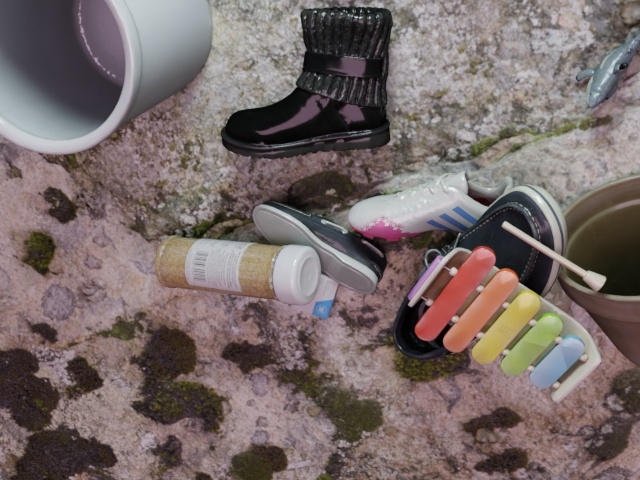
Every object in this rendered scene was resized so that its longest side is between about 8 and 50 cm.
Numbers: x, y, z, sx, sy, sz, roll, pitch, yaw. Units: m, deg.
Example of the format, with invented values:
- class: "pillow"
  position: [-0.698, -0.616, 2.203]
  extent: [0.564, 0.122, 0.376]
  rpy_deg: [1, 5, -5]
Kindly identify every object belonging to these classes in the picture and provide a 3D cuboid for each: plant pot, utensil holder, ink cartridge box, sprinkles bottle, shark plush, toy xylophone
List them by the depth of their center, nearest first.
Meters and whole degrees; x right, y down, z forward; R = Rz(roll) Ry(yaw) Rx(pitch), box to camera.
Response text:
- class: "toy xylophone"
  position: [0.315, 0.110, 1.157]
  extent: [0.322, 0.081, 0.236]
  rpy_deg: [26, 119, 5]
- class: "shark plush"
  position: [0.529, -0.303, 1.234]
  extent: [0.073, 0.067, 0.161]
  rpy_deg: [44, 115, -8]
- class: "utensil holder"
  position: [-0.399, -0.362, 1.243]
  extent: [0.327, 0.385, 0.328]
  rpy_deg: [4, 114, 10]
- class: "plant pot"
  position: [0.610, 0.081, 1.282]
  extent: [0.323, 0.323, 0.280]
  rpy_deg: [-17, 126, 19]
- class: "sprinkles bottle"
  position: [-0.179, 0.058, 1.481]
  extent: [0.355, 0.121, 0.121]
  rpy_deg: [5, 115, 27]
- class: "ink cartridge box"
  position: [-0.051, 0.091, 1.545]
  extent: [0.180, 0.060, 0.104]
  rpy_deg: [19, 116, 5]

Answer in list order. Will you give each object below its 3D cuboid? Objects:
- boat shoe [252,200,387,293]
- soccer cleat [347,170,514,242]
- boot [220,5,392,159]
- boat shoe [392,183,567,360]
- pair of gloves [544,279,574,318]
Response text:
- class: "boat shoe"
  position: [0.000, 0.000, 1.481]
  extent: [0.302, 0.091, 0.114]
  rpy_deg: [35, 143, -3]
- class: "soccer cleat"
  position: [0.219, -0.078, 1.375]
  extent: [0.331, 0.116, 0.143]
  rpy_deg: [1, 129, 4]
- class: "boot"
  position: [-0.032, -0.303, 1.323]
  extent: [0.348, 0.131, 0.260]
  rpy_deg: [-5, 120, 3]
- class: "boat shoe"
  position: [0.280, 0.087, 1.313]
  extent: [0.187, 0.156, 0.500]
  rpy_deg: [59, 146, 21]
- class: "pair of gloves"
  position: [0.401, 0.093, 1.455]
  extent: [0.240, 0.042, 0.204]
  rpy_deg: [-7, 108, 14]
